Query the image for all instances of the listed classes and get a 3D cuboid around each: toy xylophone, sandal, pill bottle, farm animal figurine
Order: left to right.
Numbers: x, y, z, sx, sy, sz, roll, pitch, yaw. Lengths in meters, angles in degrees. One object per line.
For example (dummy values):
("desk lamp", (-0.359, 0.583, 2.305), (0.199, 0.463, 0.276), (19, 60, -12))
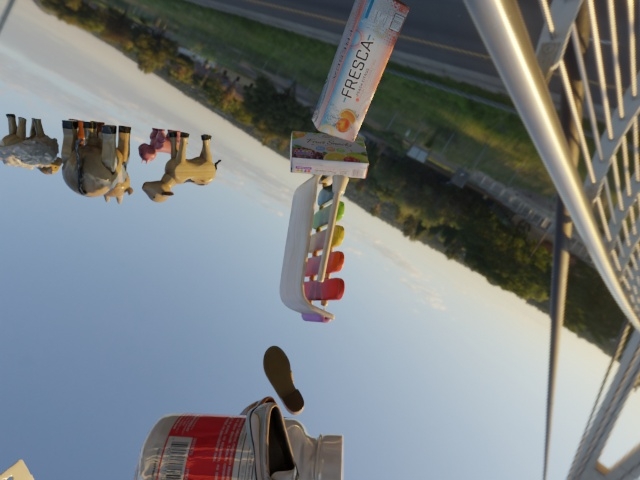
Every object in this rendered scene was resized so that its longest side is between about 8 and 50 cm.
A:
("farm animal figurine", (-0.412, -0.152, 0.896), (0.330, 0.172, 0.327), (8, -167, 7))
("pill bottle", (-0.156, 0.495, 0.918), (0.408, 0.229, 0.229), (1, -174, 5))
("sandal", (-0.124, 0.461, 1.389), (0.088, 0.079, 0.240), (-16, -132, -22))
("toy xylophone", (0.000, 0.000, 0.825), (0.081, 0.322, 0.236), (13, 175, -22))

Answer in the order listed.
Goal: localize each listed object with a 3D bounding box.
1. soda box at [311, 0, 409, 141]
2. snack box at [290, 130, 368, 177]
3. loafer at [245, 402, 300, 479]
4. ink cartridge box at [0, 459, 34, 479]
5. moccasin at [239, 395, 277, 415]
("soda box", (0.048, -0.233, 0.583), (0.058, 0.183, 0.063), (16, -154, -17))
("snack box", (0.014, -0.164, 0.818), (0.141, 0.037, 0.100), (3, -140, -7))
("loafer", (-0.046, 0.235, 0.453), (0.045, 0.039, 0.125), (3, -121, -47))
("ink cartridge box", (-0.632, 0.569, 0.874), (0.115, 0.067, 0.198), (-49, -60, -80))
("moccasin", (-0.141, 0.594, 1.113), (0.139, 0.147, 0.380), (28, -148, -23))
